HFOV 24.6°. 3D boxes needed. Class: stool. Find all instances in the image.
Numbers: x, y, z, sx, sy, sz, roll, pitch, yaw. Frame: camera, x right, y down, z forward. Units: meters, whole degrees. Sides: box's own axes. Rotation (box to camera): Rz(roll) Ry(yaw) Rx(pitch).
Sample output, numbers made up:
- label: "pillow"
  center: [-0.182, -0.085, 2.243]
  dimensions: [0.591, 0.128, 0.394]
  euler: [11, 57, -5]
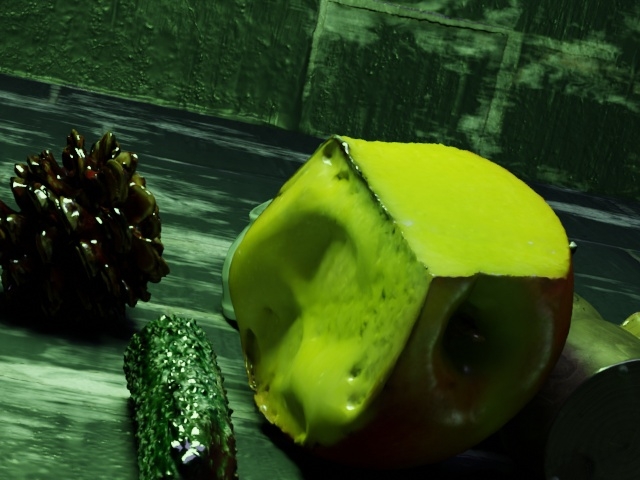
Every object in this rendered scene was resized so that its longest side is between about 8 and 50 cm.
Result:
- label: "stool"
  center: [0.252, 0.158, 1.480]
  dimensions: [0.179, 0.179, 0.264]
  euler: [9, 13, -18]

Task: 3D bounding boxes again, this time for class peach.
- label: "peach"
  center: [0.072, 0.065, 1.428]
  dimensions: [0.242, 0.306, 0.380]
  euler: [9, 22, -32]

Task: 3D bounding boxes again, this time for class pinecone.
- label: "pinecone"
  center: [-0.277, -0.005, 1.642]
  dimensions: [0.221, 0.221, 0.221]
  euler: [12, 12, -3]

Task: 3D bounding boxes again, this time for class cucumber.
- label: "cucumber"
  center: [-0.123, 0.158, 1.293]
  dimensions: [0.096, 0.096, 0.359]
  euler: [10, 11, -12]

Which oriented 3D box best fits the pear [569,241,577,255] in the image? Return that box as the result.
- label: "pear"
  center: [0.240, 0.072, 1.786]
  dimensions: [0.216, 0.180, 0.166]
  euler: [-32, -23, 32]

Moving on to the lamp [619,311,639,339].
- label: "lamp"
  center: [0.412, 0.167, 1.672]
  dimensions: [0.185, 0.161, 0.161]
  euler: [8, 13, -11]

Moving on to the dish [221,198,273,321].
- label: "dish"
  center: [0.000, 0.000, 1.815]
  dimensions: [0.303, 0.120, 0.303]
  euler: [-15, 12, 3]
